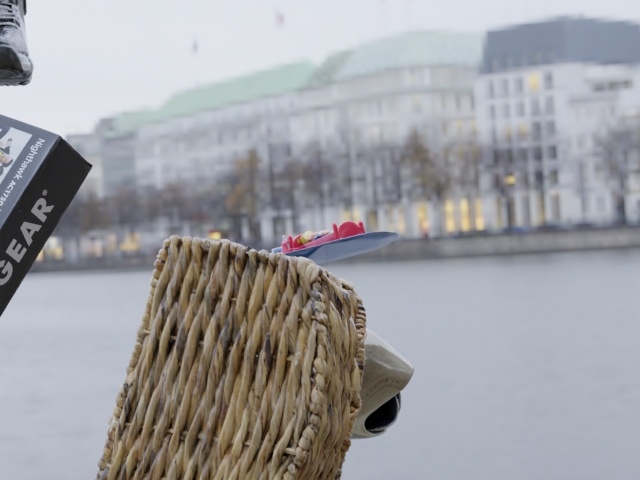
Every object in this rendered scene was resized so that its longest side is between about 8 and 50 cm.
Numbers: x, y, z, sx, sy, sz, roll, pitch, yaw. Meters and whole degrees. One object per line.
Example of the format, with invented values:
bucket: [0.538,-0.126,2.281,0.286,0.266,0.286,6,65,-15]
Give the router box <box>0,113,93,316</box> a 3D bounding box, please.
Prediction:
router box: [-0.247,-0.001,1.017,0.133,0.179,0.046,20,-17,33]

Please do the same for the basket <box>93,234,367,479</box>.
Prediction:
basket: [-0.058,0.170,1.536,0.213,0.299,0.223,9,-14,23]

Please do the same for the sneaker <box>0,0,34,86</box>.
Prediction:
sneaker: [-0.313,-0.213,1.491,0.086,0.132,0.228,-1,4,-10]

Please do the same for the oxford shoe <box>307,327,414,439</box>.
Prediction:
oxford shoe: [0.017,0.220,2.009,0.146,0.140,0.397,25,-24,2]

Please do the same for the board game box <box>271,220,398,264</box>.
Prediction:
board game box: [0.000,0.000,1.736,0.168,0.033,0.133,-15,-9,0]
